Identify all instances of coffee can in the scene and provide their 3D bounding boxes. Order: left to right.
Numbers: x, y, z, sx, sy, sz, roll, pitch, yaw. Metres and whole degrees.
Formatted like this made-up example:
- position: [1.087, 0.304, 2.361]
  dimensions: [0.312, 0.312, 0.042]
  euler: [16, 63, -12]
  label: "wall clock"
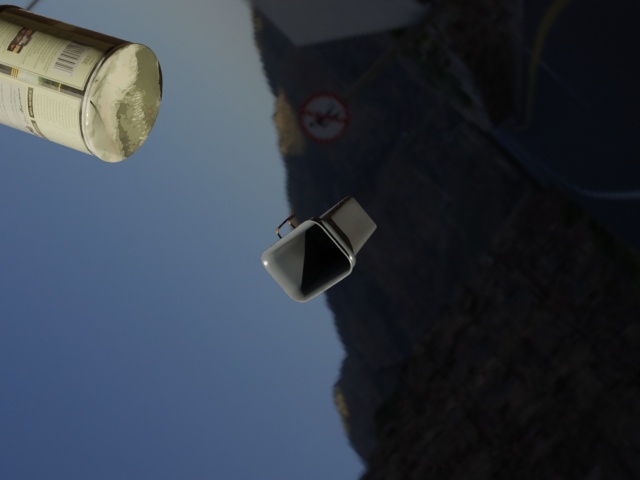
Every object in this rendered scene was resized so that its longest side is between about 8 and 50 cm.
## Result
- position: [-0.433, -0.263, 1.983]
  dimensions: [0.275, 0.201, 0.201]
  euler: [20, 175, 23]
  label: "coffee can"

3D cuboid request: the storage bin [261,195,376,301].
- position: [0.000, 0.000, 1.504]
  dimensions: [0.098, 0.135, 0.091]
  euler: [49, -132, -5]
  label: "storage bin"
